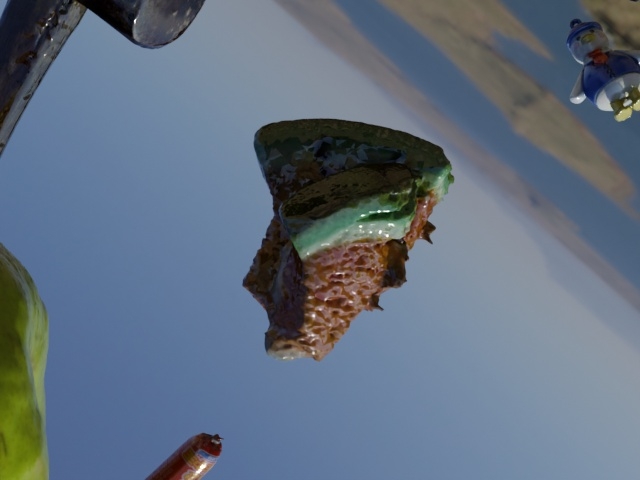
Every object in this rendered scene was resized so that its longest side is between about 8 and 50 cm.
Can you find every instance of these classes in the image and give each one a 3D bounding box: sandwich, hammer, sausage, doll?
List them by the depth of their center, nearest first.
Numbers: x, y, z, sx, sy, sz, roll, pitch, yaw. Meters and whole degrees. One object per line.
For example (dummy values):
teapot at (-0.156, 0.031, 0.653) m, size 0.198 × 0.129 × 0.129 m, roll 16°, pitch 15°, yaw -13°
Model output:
sausage at (-0.128, 0.205, 1.095) m, size 0.034 × 0.129 × 0.034 m, roll 42°, pitch -162°, yaw -17°
hammer at (-0.281, -0.135, 1.134) m, size 0.242 × 0.408 × 0.095 m, roll 37°, pitch -163°, yaw 19°
doll at (0.310, -0.192, 1.412) m, size 0.057 × 0.099 × 0.143 m, roll 45°, pitch -161°, yaw -56°
sandwich at (0.000, 0.000, 1.519) m, size 0.251 × 0.301 × 0.162 m, roll 16°, pitch 180°, yaw 16°

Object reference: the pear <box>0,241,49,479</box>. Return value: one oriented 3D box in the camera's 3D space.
pear at (-0.392, 0.136, 0.986) m, size 0.391 × 0.391 × 0.391 m, roll 41°, pitch -173°, yaw -6°
